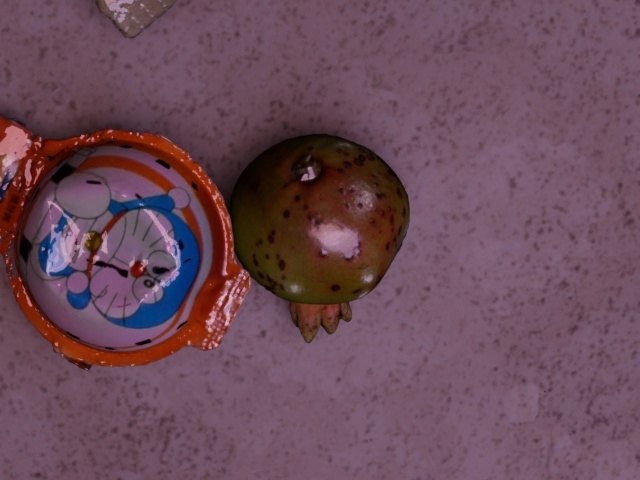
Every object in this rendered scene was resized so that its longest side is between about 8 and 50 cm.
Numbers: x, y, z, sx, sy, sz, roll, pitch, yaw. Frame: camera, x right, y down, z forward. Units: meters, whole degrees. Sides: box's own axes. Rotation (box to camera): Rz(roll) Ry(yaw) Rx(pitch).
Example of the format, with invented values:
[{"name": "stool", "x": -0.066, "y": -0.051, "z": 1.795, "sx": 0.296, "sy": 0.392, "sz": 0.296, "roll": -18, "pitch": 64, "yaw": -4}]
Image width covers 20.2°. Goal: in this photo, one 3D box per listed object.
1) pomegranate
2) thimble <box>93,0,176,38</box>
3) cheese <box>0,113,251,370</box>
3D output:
[{"name": "pomegranate", "x": 0.000, "y": 0.000, "z": 1.587, "sx": 0.159, "sy": 0.159, "sz": 0.205, "roll": -7, "pitch": 131, "yaw": -7}, {"name": "thimble", "x": -0.177, "y": -0.230, "z": 1.535, "sx": 0.062, "sy": 0.084, "sz": 0.110, "roll": -42, "pitch": 107, "yaw": 2}, {"name": "cheese", "x": -0.215, "y": -0.016, "z": 1.555, "sx": 0.329, "sy": 0.129, "sz": 0.217, "roll": 32, "pitch": 101, "yaw": 4}]
